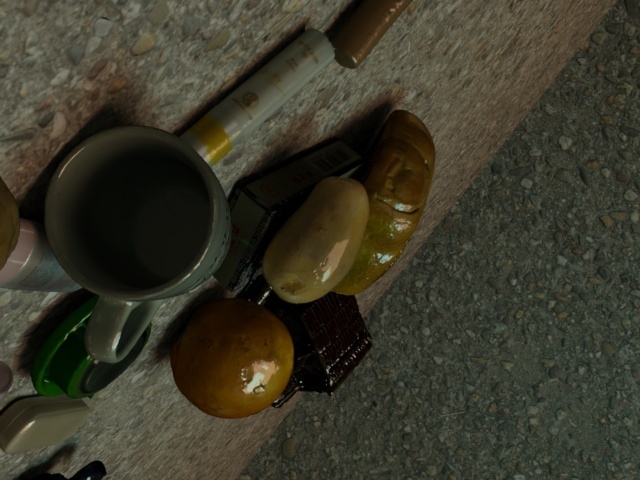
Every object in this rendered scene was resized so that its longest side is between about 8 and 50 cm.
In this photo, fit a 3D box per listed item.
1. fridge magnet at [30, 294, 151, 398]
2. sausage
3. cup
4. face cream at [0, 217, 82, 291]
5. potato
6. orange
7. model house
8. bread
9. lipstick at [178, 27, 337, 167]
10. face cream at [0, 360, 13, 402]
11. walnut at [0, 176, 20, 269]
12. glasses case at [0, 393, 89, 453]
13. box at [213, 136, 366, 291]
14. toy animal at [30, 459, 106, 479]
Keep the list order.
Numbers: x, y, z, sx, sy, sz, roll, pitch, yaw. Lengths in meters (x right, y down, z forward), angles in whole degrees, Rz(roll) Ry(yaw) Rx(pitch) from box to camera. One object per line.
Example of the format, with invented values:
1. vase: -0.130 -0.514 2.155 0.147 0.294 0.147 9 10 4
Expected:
1. fridge magnet: -0.324 0.150 1.212 0.208 0.088 0.208 -46 166 -15
2. sausage: 0.124 -0.383 1.242 0.301 0.065 0.066 -48 166 -3
3. cup: -0.205 0.018 0.986 0.234 0.186 0.258 69 39 -81
4. face cream: -0.324 0.019 0.938 0.084 0.057 0.198 -50 164 1
5. potato: 0.000 0.000 1.400 0.234 0.146 0.150 -51 -163 1
6. orange: -0.169 0.227 1.626 0.240 0.240 0.240 -46 166 -15
7. model house: -0.059 0.219 1.821 0.317 0.282 0.297 -39 164 -37
8. bread: 0.125 -0.075 1.706 0.337 0.147 0.328 -59 -176 44
9. lipstick: -0.086 -0.188 1.120 0.264 0.059 0.059 -44 165 -21
10. face cream: -0.489 0.266 1.049 0.269 0.073 0.107 -54 174 11
11. walnut: -0.329 -0.008 0.685 0.166 0.149 0.166 -21 -173 3
12. glasses case: -0.435 0.284 1.310 0.083 0.050 0.196 -48 166 2
13. box: -0.061 -0.055 1.502 0.310 0.084 0.198 -33 159 -50
14. toy animal: -0.513 0.498 1.501 0.298 0.122 0.185 -19 158 -51
